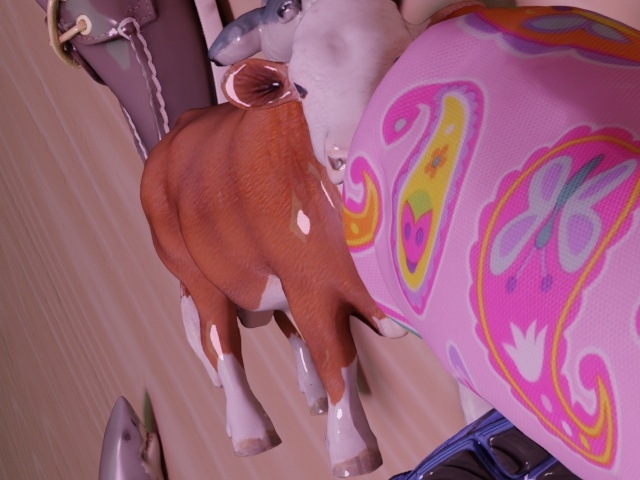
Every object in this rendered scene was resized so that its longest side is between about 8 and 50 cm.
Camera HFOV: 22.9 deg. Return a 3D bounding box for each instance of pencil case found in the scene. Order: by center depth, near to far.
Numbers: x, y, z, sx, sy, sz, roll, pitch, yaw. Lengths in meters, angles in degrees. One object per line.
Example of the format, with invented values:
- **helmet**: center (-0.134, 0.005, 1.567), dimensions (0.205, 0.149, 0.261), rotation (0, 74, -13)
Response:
- **pencil case**: center (0.109, 0.029, 0.383), dimensions (0.284, 0.124, 0.124), rotation (-137, 40, -57)

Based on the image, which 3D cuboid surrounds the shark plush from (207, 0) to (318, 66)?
- **shark plush**: center (0.000, -0.117, 0.699), dimensions (0.161, 0.073, 0.067), rotation (126, 160, -70)

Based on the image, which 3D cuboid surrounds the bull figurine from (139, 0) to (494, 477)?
- **bull figurine**: center (0.000, 0.000, 0.686), dimensions (0.310, 0.101, 0.188), rotation (178, 78, -71)

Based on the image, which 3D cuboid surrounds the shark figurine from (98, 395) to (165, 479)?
- **shark figurine**: center (-0.146, 0.281, 1.236), dimensions (0.166, 0.116, 0.278), rotation (98, 154, -46)

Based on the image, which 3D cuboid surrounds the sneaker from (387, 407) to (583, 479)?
- **sneaker**: center (0.049, 0.113, 0.608), dimensions (0.221, 0.083, 0.087), rotation (-48, 13, 38)

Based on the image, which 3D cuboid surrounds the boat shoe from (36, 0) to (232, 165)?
- **boat shoe**: center (-0.126, -0.158, 0.948), dimensions (0.116, 0.097, 0.324), rotation (131, 125, -66)
